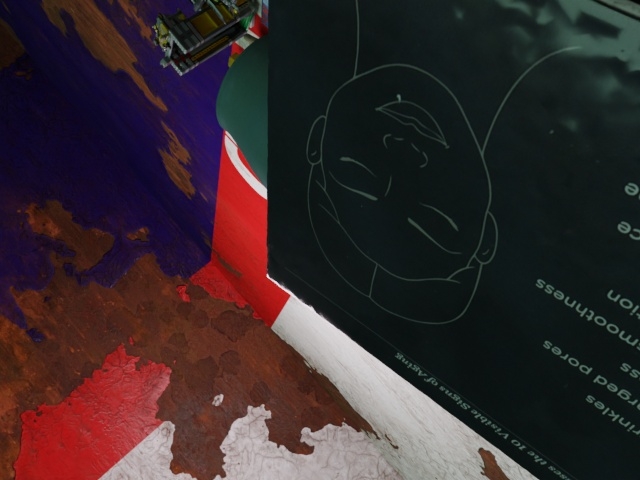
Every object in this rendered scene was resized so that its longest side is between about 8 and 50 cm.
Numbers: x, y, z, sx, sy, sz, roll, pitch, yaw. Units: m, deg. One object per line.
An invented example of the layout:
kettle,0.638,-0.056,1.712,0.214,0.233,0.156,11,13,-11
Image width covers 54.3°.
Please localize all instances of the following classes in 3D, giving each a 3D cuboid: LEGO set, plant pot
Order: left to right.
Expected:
LEGO set,-0.239,-0.444,1.071,0.255,0.192,0.331,54,158,-9
plant pot,-0.013,-0.179,0.962,0.255,0.271,0.272,39,157,17

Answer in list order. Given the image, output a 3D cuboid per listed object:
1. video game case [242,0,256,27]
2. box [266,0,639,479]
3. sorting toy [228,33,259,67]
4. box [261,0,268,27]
video game case,-0.150,-0.462,1.150,0.087,0.011,0.122,47,159,9
box,0.213,-0.055,0.571,0.480,0.297,0.472,35,145,20
sorting toy,-0.079,-0.306,1.241,0.307,0.041,0.229,37,160,32
box,-0.023,-0.388,0.972,0.159,0.044,0.233,45,158,14
